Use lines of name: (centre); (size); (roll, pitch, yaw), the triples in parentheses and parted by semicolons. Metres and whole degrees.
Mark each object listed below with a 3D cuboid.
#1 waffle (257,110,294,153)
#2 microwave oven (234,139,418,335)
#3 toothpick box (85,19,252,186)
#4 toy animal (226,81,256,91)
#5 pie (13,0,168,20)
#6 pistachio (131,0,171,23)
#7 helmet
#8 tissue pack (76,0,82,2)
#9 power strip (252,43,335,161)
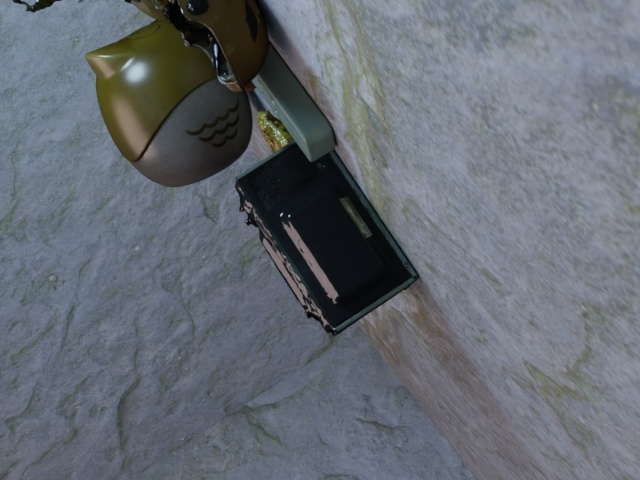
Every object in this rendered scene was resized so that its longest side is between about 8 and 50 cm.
waffle: (-0.060, -0.183, 1.854); (0.325, 0.068, 0.302); (57, 176, 34)
microwave oven: (0.000, 0.000, 1.464); (0.355, 0.218, 0.286); (57, 177, 7)
toothpick box: (-0.420, -0.403, 2.051); (0.425, 0.409, 0.409); (66, 172, -28)
toy animal: (-0.186, -0.403, 1.486); (0.185, 0.104, 0.184); (61, 168, 12)
pie: (-0.357, -0.507, 1.192); (0.078, 0.371, 0.296); (-115, 31, -42)
pistachio: (-0.322, -0.545, 1.356); (0.288, 0.197, 0.166); (50, -167, -46)
helmet: (-0.161, -0.365, 1.213); (0.224, 0.130, 0.198); (44, 175, 24)
tissue pack: (-0.449, -0.647, 1.526); (0.177, 0.263, 0.089); (58, 173, -17)
power strip: (-0.099, -0.312, 1.351); (0.385, 0.062, 0.091); (55, 172, 20)
